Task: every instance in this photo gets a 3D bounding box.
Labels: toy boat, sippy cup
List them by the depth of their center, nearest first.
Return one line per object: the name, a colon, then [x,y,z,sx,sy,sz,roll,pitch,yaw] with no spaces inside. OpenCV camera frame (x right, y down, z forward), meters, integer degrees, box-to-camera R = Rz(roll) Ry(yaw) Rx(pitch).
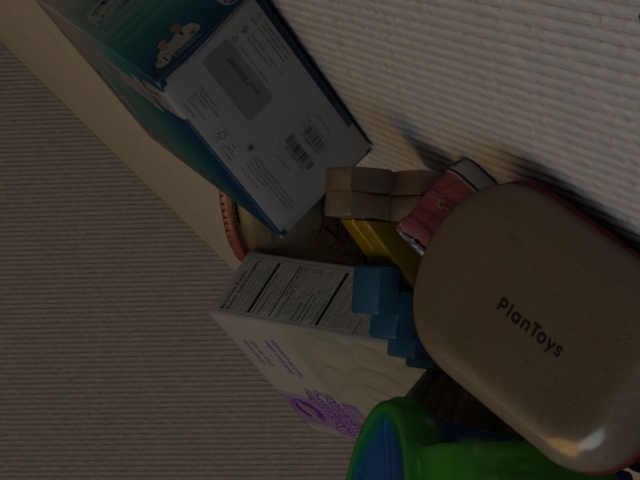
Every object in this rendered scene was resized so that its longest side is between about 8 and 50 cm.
toy boat: [0.181,0.058,1.130,0.231,0.151,0.151,41,-161,34]
sippy cup: [0.144,0.258,1.292,0.224,0.240,0.305,8,-179,-10]

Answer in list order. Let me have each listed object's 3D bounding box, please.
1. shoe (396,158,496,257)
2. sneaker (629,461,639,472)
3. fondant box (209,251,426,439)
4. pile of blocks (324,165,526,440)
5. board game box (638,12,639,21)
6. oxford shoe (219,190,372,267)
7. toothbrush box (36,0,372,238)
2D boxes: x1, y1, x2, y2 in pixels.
shoe: [0.144,0.023,1.238,0.178,0.081,0.063,45,172,11]
sneaker: [0.284,0.159,1.193,0.090,0.081,0.232,49,173,13]
fondant box: [0.073,0.134,1.716,0.330,0.096,0.238,9,147,43]
pile of blocks: [0.132,0.080,1.341,0.362,0.149,0.112,47,158,-22]
board game box: [0.221,-0.033,0.694,0.141,0.048,0.170,37,167,39]
oxford shoe: [0.000,0.000,1.838,0.146,0.140,0.397,5,145,27]
toothbrush box: [-0.118,-0.161,1.509,0.295,0.126,0.216,35,167,52]
